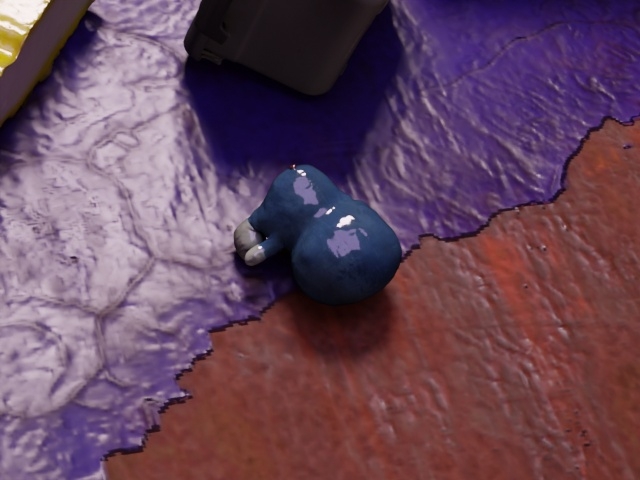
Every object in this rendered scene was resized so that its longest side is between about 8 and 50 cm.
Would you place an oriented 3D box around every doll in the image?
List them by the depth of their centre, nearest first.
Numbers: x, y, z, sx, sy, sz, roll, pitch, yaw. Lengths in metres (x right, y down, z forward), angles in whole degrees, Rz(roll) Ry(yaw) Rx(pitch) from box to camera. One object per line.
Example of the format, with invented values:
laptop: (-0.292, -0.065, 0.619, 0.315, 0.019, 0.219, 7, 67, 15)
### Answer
doll: (0.000, 0.000, 0.815, 0.083, 0.050, 0.076, 43, 58, 17)

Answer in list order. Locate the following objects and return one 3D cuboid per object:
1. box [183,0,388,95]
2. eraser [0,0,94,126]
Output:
box: (0.001, -0.172, 0.914, 0.093, 0.124, 0.172, 29, 51, -5)
eraser: (-0.246, -0.151, 0.855, 0.226, 0.069, 0.158, 22, 51, 4)
